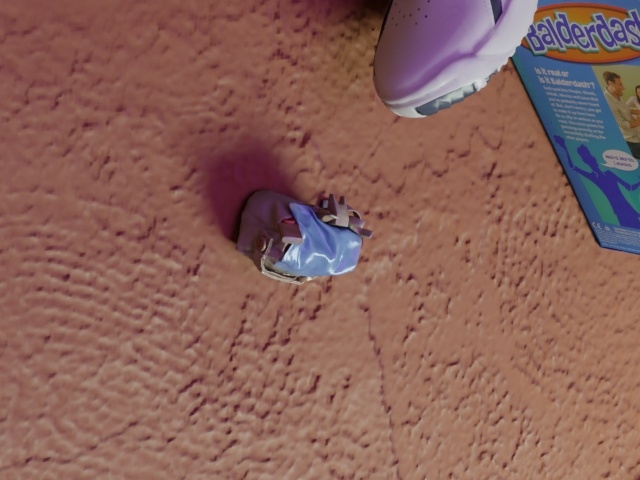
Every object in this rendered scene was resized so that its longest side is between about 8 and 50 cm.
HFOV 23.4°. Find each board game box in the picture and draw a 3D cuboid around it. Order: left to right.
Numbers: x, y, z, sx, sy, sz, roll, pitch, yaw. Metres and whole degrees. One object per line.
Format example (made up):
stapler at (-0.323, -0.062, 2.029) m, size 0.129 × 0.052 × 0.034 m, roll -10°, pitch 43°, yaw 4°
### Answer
board game box at (0.197, -0.075, 0.895) m, size 0.047 × 0.160 × 0.210 m, roll -45°, pitch 123°, yaw -23°

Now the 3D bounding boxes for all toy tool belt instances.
toy tool belt at (0.000, 0.000, 0.825) m, size 0.083 × 0.051 × 0.052 m, roll 7°, pitch 95°, yaw -39°

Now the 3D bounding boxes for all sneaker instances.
sneaker at (0.055, -0.194, 0.803) m, size 0.153 × 0.094 × 0.235 m, roll 36°, pitch 76°, yaw -36°
